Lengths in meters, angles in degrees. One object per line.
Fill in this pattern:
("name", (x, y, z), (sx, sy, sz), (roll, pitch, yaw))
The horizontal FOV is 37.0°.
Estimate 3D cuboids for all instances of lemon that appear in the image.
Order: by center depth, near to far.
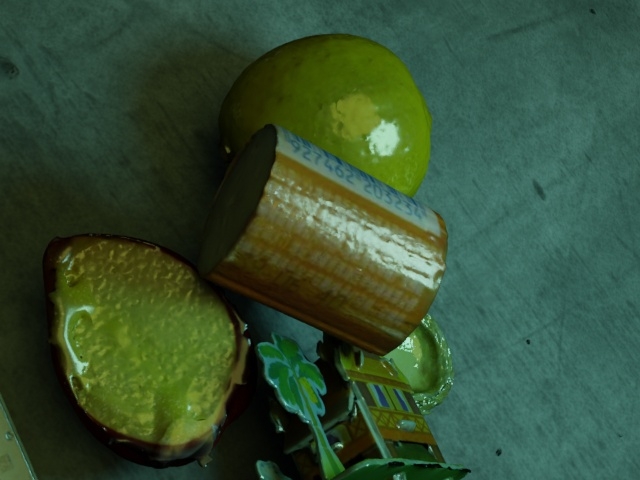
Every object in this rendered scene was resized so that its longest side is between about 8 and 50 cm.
("lemon", (0.009, -0.165, 1.526), (0.347, 0.348, 0.348), (11, 65, -24))

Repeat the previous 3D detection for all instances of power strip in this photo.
("power strip", (-0.442, 0.258, 1.254), (0.078, 0.052, 0.272), (-23, 88, -34))

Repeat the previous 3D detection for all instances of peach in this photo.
("peach", (-0.251, 0.149, 1.334), (0.362, 0.201, 0.257), (45, 71, 4))

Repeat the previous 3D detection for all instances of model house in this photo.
("model house", (-0.010, 0.260, 1.369), (0.357, 0.242, 0.313), (20, 34, -54))

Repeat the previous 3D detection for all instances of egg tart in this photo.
("egg tart", (0.136, 0.196, 1.587), (0.197, 0.078, 0.197), (11, 65, -25))

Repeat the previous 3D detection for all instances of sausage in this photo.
("sausage", (0.000, 0.000, 1.309), (0.287, 0.233, 0.233), (26, 59, -24))
